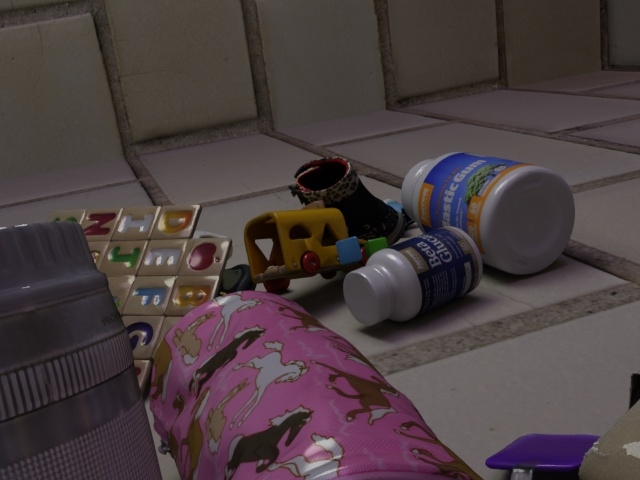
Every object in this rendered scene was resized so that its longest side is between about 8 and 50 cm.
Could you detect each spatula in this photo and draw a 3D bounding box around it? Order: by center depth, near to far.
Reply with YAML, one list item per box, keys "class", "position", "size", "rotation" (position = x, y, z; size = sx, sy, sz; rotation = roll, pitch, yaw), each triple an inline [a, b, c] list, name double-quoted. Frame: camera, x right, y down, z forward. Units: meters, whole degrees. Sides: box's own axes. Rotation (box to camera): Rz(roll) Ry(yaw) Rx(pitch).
- class: "spatula"
  position: [0.128, 0.203, 0.528]
  size: [0.084, 0.030, 0.296]
  rotation: [-12, 13, 38]

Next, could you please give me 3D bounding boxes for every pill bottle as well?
- class: "pill bottle"
  position: [0.115, 0.047, 0.951]
  size: [0.169, 0.094, 0.094]
  rotation: [-19, 20, -33]
- class: "pill bottle"
  position: [0.232, -0.052, 1.126]
  size: [0.152, 0.152, 0.272]
  rotation: [-14, 17, -21]

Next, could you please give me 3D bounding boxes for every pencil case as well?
- class: "pencil case"
  position: [-0.024, 0.150, 0.525]
  size: [0.160, 0.167, 0.386]
  rotation: [11, 5, -19]

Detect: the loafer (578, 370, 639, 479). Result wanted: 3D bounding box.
- class: "loafer"
  position: [0.288, 0.129, 0.581]
  size: [0.092, 0.102, 0.268]
  rotation: [16, 29, 42]

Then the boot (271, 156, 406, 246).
- class: "boot"
  position: [-0.008, -0.050, 1.165]
  size: [0.236, 0.178, 0.085]
  rotation: [-6, 58, 31]

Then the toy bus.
- class: "toy bus"
  position: [-0.006, 0.000, 1.054]
  size: [0.191, 0.104, 0.202]
  rotation: [-13, -8, 4]

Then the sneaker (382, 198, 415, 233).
- class: "sneaker"
  position: [0.111, -0.033, 1.283]
  size: [0.073, 0.063, 0.162]
  rotation: [11, 25, 36]

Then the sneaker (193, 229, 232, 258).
- class: "sneaker"
  position: [-0.242, 0.041, 1.107]
  size: [0.152, 0.114, 0.305]
  rotation: [-2, 18, 24]

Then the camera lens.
- class: "camera lens"
  position: [-0.198, 0.144, 0.410]
  size: [0.219, 0.274, 0.219]
  rotation: [-13, 1, 0]

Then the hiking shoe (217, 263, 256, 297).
- class: "hiking shoe"
  position: [-0.186, 0.058, 1.023]
  size: [0.227, 0.114, 0.086]
  rotation: [-20, 22, -34]

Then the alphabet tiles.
- class: "alphabet tiles"
  position: [-0.284, 0.070, 0.929]
  size: [0.342, 0.011, 0.285]
  rotation: [-1, 52, 17]
